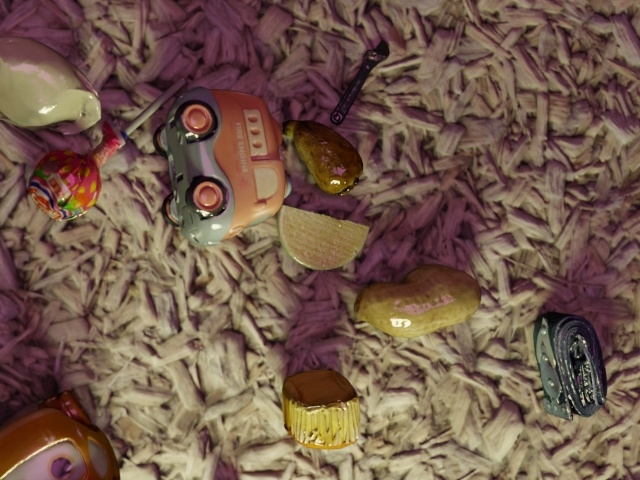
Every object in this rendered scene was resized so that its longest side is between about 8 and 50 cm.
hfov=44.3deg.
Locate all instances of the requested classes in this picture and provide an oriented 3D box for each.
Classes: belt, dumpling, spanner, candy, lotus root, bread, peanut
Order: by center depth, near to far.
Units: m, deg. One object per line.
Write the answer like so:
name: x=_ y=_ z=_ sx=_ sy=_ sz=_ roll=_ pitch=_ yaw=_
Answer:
dumpling: x=-0.507 y=-0.265 z=1.379 sx=0.250 sy=0.162 sz=0.132 roll=26 pitch=44 yaw=-23
candy: x=-0.374 y=-0.181 z=1.434 sx=0.124 sy=0.124 sz=0.365 roll=45 pitch=68 yaw=-9
bread: x=-0.001 y=0.315 z=1.449 sx=0.132 sy=0.190 sz=0.114 roll=-4 pitch=96 yaw=-13
lotus root: x=0.003 y=-0.173 z=1.534 sx=0.190 sy=0.094 sz=0.108 roll=48 pitch=41 yaw=-3
bread: x=-0.004 y=0.003 z=1.548 sx=0.193 sy=0.036 sz=0.112 roll=13 pitch=88 yaw=-18
peanut: x=0.192 y=0.121 z=1.552 sx=0.253 sy=0.122 sz=0.137 roll=-15 pitch=51 yaw=-15
spanner: x=0.081 y=-0.322 z=1.603 sx=0.046 sy=0.012 sz=0.208 roll=33 pitch=79 yaw=-12
belt: x=0.524 y=0.255 z=1.627 sx=0.122 sy=0.128 sz=0.218 roll=-14 pitch=91 yaw=-17

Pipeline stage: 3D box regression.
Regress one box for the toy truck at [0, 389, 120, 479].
toy truck: x=-0.429 y=0.407 z=1.297 sx=0.204 sy=0.288 sz=0.211 roll=-33 pitch=52 yaw=-16

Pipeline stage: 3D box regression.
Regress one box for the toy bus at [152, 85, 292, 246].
toy bus: x=-0.172 y=-0.139 z=1.442 sx=0.232 sy=0.194 sz=0.287 roll=-10 pitch=88 yaw=-28
